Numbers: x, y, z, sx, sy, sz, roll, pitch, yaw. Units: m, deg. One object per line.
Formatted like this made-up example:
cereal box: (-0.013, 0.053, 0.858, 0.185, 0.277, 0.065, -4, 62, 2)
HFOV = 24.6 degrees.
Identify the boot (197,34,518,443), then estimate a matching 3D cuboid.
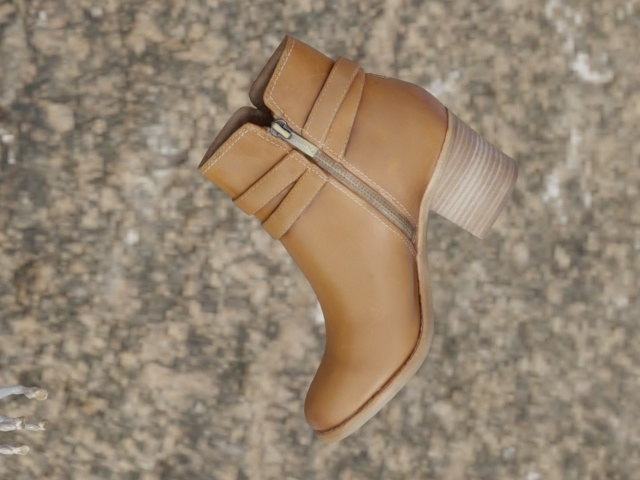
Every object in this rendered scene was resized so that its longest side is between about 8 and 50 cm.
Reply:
boot: (0.000, 0.000, 1.147, 0.220, 0.109, 0.283, 28, 100, -17)

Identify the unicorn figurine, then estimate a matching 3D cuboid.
unicorn figurine: (-0.294, 0.154, 1.267, 0.162, 0.111, 0.060, 31, 60, -81)
